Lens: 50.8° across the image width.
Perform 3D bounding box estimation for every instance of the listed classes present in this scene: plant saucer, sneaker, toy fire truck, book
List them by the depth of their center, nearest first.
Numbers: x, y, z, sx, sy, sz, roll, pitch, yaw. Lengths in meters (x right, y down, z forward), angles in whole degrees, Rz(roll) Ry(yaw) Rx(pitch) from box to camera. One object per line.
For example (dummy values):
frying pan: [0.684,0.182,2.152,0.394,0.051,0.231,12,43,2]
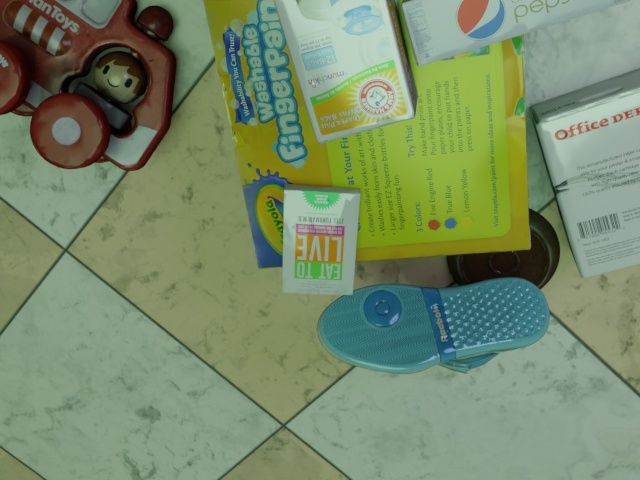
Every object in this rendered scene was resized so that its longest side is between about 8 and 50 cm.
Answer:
book: [0.000,0.000,0.874,0.096,0.035,0.144,3,114,3]
toy fire truck: [-0.338,-0.251,0.941,0.302,0.169,0.254,34,97,-7]
sneaker: [0.149,0.142,0.985,0.319,0.208,0.127,-2,70,-5]
plant saucer: [0.276,0.027,1.018,0.168,0.029,0.168,4,115,9]

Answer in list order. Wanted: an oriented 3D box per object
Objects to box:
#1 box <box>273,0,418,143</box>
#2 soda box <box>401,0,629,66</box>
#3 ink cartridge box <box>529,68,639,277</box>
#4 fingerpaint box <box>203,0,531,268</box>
box: [0.027,-0.223,0.723,0.114,0.103,0.203,-12,112,15]
soda box: [0.196,-0.251,0.701,0.216,0.074,0.069,-14,111,14]
ink cartridge box: [0.398,-0.091,0.901,0.172,0.100,0.237,-17,111,17]
fingerpaint box: [0.068,-0.205,0.874,0.371,0.163,0.445,-5,113,12]
